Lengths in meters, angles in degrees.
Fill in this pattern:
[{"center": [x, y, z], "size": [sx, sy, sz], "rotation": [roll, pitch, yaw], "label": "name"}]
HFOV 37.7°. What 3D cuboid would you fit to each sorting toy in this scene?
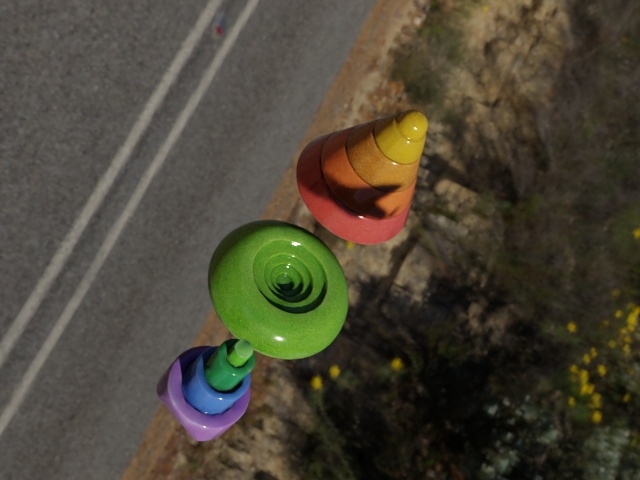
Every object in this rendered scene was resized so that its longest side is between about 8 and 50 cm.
[{"center": [0.000, 0.000, 0.766], "size": [0.365, 0.127, 0.126], "rotation": [-53, -176, -39], "label": "sorting toy"}]
